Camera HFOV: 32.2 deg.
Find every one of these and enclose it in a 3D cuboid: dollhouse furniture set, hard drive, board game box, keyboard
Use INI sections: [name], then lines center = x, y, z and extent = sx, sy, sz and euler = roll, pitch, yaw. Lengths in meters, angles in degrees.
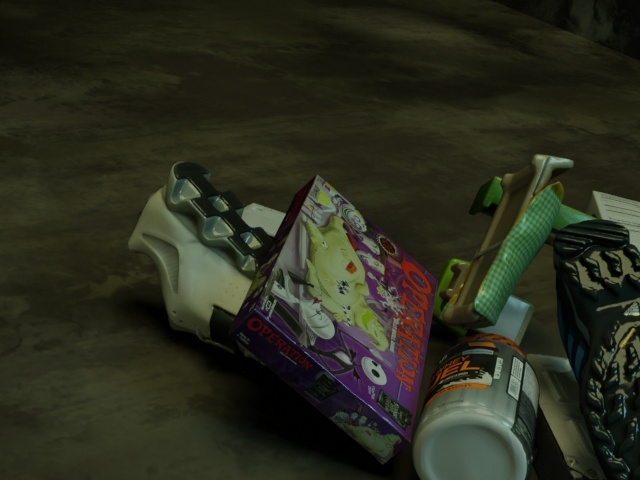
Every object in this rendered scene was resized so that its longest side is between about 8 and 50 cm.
[dollhouse furniture set]
center = 0.243, 0.033, 1.264
extent = 0.151, 0.197, 0.301
euler = 25, -6, -1
[hard drive]
center = 0.391, 0.223, 1.212
extent = 0.339, 0.064, 0.237
euler = 8, 24, -9
[board game box]
center = 0.029, 0.069, 1.218
extent = 0.208, 0.056, 0.347
euler = 45, 25, -12
[keyboard]
center = 0.000, 0.000, 1.567
extent = 0.256, 0.014, 0.072
euler = 18, 30, 13

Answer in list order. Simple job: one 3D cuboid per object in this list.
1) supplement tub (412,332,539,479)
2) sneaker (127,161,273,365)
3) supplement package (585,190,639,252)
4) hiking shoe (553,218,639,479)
[supplement tub]
center = 0.163, 0.176, 1.134
extent = 0.117, 0.117, 0.190
euler = 16, 24, 7
[sneaker]
center = -0.090, 0.077, 1.248
extent = 0.330, 0.146, 0.122
euler = 49, 22, 16
[supplement package]
center = 0.429, 0.047, 1.519
extent = 0.134, 0.139, 0.244
euler = 14, 23, 1
[hiking shoe]
center = 0.310, 0.128, 1.130
extent = 0.113, 0.132, 0.304
euler = -7, 57, 7
